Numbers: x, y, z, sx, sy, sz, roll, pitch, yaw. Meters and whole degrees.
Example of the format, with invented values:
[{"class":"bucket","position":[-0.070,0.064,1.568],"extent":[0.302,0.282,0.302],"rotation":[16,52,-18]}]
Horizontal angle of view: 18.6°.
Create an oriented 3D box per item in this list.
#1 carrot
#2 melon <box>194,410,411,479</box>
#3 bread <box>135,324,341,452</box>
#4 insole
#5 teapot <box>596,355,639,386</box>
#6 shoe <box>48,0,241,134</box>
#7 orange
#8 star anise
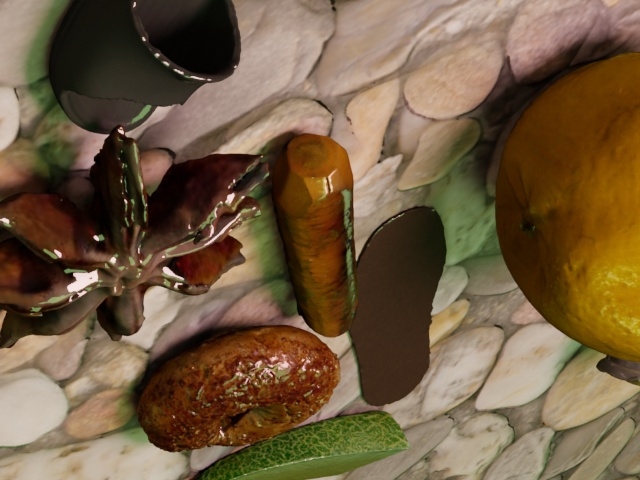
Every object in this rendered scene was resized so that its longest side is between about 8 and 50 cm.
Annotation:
[{"class":"carrot","position":[0.000,0.000,1.679],"extent":[0.070,0.070,0.260],"rotation":[-28,150,-12]},{"class":"melon","position":[-0.041,0.228,1.989],"extent":[0.261,0.053,0.114],"rotation":[-11,160,-28]},{"class":"bread","position":[-0.072,0.141,1.782],"extent":[0.193,0.064,0.193],"rotation":[-17,151,-9]},{"class":"insole","position":[0.073,0.072,1.903],"extent":[0.111,0.007,0.328],"rotation":[-24,147,-15]},{"class":"teapot","position":[0.357,0.096,2.102],"extent":[0.165,0.130,0.119],"rotation":[-21,127,-80]},{"class":"shoe","position":[-0.102,-0.152,1.344],"extent":[0.108,0.093,0.241],"rotation":[-4,135,-43]},{"class":"orange","position":[0.279,-0.028,1.710],"extent":[0.235,0.279,0.279],"rotation":[-2,138,-23]},{"class":"star anise","position":[-0.153,0.002,1.505],"extent":[0.288,0.088,0.288],"rotation":[-17,153,-9]}]
